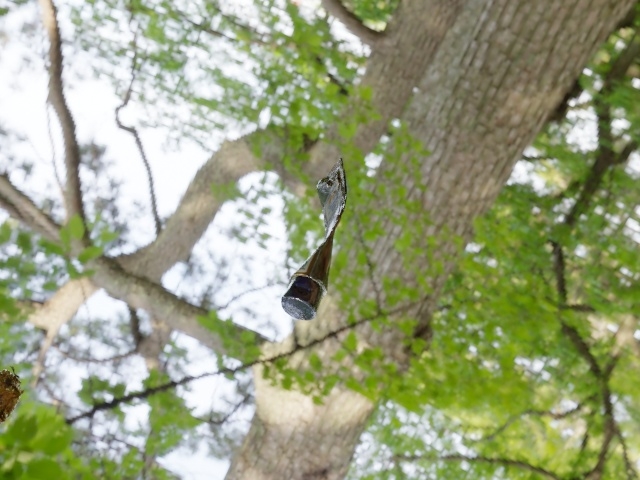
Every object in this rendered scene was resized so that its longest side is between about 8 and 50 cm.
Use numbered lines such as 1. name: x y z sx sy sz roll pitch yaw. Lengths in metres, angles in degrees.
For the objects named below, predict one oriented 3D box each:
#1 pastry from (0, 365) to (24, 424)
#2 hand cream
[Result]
1. pastry: -0.376 0.199 1.035 0.056 0.080 0.140 50 -142 -13
2. hand cream: 0.000 0.000 0.899 0.039 0.062 0.163 19 -125 -4
